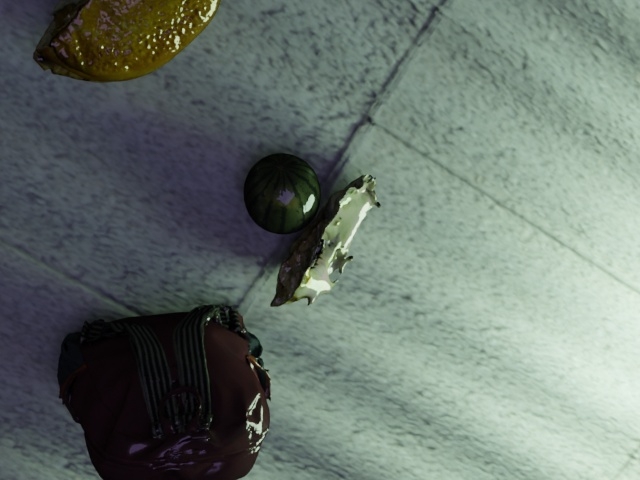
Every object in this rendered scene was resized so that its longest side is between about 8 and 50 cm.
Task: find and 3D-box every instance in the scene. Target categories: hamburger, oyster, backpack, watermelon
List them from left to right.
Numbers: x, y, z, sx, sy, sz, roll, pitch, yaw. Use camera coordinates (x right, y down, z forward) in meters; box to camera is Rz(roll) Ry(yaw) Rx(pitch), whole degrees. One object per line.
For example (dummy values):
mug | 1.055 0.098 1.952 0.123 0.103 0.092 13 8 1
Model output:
hamburger | -0.226 -0.293 1.858 0.283 0.144 0.156 -45 122 6
backpack | -0.197 0.206 1.934 0.283 0.317 0.197 -5 110 -10
watermelon | -0.053 -0.053 2.000 0.105 0.105 0.133 -2 136 -12
oyster | 0.006 -0.004 2.040 0.072 0.133 0.209 29 106 22
